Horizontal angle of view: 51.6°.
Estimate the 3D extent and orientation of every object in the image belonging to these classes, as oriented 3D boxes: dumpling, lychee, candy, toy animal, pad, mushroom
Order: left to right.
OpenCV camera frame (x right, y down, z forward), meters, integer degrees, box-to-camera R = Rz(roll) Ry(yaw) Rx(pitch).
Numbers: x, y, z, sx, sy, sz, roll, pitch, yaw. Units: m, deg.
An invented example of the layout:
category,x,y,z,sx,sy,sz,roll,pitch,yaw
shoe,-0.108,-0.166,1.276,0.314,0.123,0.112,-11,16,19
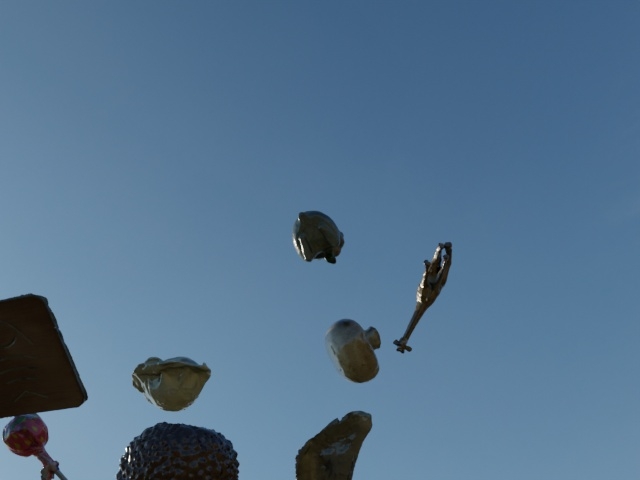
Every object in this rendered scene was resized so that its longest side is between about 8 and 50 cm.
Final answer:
category,x,y,z,sx,sy,sz,roll,pitch,yaw
pad,-0.689,0.265,1.480,0.286,0.018,0.284,-11,-72,13
candy,-0.769,0.645,1.901,0.124,0.365,0.124,-45,-11,-11
dumpling,-0.428,0.391,1.849,0.193,0.147,0.258,29,-50,-30
lychee,-0.319,0.537,1.469,0.267,0.268,0.268,-12,-46,-13
toy animal,0.001,-0.003,1.686,0.125,0.127,0.251,3,-4,6
dumpling,0.015,0.588,1.711,0.166,0.332,0.086,19,-18,7
mushroom,0.084,0.267,1.609,0.127,0.166,0.166,-19,-45,-12
toy animal,0.243,0.131,1.543,0.149,0.054,0.276,-12,-54,-67
